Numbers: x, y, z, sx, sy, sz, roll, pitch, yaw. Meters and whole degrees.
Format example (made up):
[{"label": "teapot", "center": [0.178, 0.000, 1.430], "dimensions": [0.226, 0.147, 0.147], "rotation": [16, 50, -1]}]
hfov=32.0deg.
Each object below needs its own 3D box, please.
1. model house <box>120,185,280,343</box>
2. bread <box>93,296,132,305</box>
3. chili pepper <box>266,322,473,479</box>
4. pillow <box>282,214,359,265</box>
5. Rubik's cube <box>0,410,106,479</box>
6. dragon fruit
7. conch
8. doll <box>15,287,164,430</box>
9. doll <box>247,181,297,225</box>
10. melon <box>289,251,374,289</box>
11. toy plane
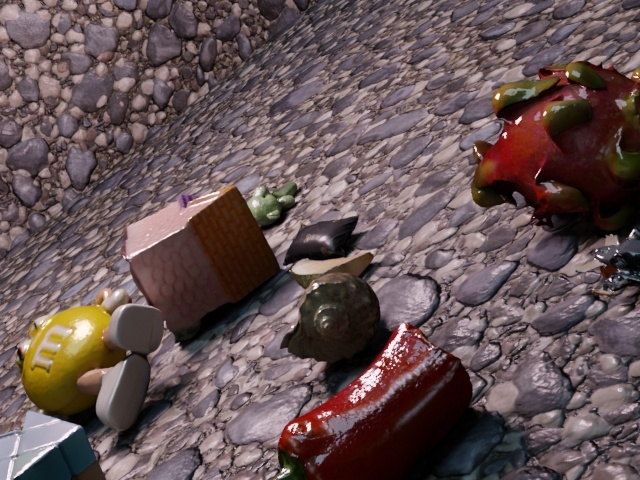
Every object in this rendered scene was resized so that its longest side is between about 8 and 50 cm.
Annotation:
[{"label": "model house", "center": [-0.216, 0.026, 2.051], "dimensions": [0.237, 0.202, 0.237], "rotation": [-30, 16, -1]}, {"label": "bread", "center": [-0.447, 0.141, 2.338], "dimensions": [0.043, 0.062, 0.109], "rotation": [-17, 30, 39]}, {"label": "chili pepper", "center": [0.021, 0.247, 1.266], "dimensions": [0.338, 0.131, 0.134], "rotation": [-38, 45, -20]}, {"label": "pillow", "center": [0.000, -0.001, 1.969], "dimensions": [0.150, 0.048, 0.090], "rotation": [-9, 30, 46]}, {"label": "Rubik's cube", "center": [-0.416, 0.384, 1.557], "dimensions": [0.224, 0.212, 0.265], "rotation": [7, 33, 41]}, {"label": "dragon fruit", "center": [0.334, -0.118, 1.508], "dimensions": [0.307, 0.243, 0.227], "rotation": [98, -170, -66]}, {"label": "conch", "center": [0.012, 0.107, 1.596], "dimensions": [0.155, 0.130, 0.207], "rotation": [-18, 8, 8]}, {"label": "doll", "center": [-0.420, 0.231, 1.968], "dimensions": [0.423, 0.161, 0.348], "rotation": [-35, 34, 31]}, {"label": "doll", "center": [-0.106, -0.083, 2.297], "dimensions": [0.115, 0.077, 0.150], "rotation": [-11, 18, 28]}, {"label": "melon", "center": [-0.001, 0.051, 1.855], "dimensions": [0.098, 0.054, 0.182], "rotation": [-41, 21, -33]}, {"label": "toy plane", "center": [0.388, 0.023, 1.289], "dimensions": [0.135, 0.062, 0.188], "rotation": [-43, 22, -24]}]
